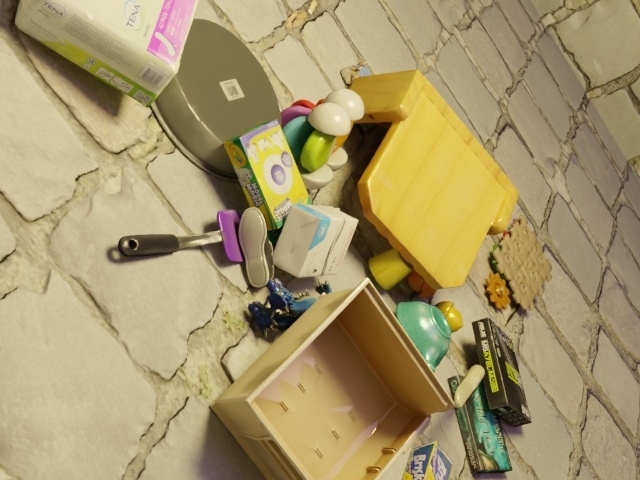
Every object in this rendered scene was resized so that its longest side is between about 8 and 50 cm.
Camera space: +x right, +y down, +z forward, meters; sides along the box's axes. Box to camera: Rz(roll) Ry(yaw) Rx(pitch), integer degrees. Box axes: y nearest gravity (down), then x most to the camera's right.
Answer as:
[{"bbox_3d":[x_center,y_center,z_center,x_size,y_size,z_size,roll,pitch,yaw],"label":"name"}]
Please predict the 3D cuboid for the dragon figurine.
[{"bbox_3d":[0.004,0.160,1.531,0.289,0.085,0.144,51,35,-15],"label":"dragon figurine"}]

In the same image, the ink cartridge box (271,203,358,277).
[{"bbox_3d":[0.000,0.000,1.594,0.060,0.104,0.180,26,11,24],"label":"ink cartridge box"}]

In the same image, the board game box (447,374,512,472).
[{"bbox_3d":[0.309,0.355,1.879,0.126,0.026,0.186,15,56,-50],"label":"board game box"}]

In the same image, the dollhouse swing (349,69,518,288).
[{"bbox_3d":[0.163,-0.101,1.913,0.347,0.315,0.305,45,72,-26],"label":"dollhouse swing"}]

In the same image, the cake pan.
[{"bbox_3d":[-0.168,-0.241,1.604,0.293,0.054,0.293,34,43,-38],"label":"cake pan"}]

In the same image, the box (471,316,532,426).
[{"bbox_3d":[0.367,0.269,1.966,0.191,0.045,0.184,40,34,-56],"label":"box"}]

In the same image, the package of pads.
[{"bbox_3d":[-0.300,-0.369,1.432,0.229,0.101,0.296,30,44,-25],"label":"package of pads"}]

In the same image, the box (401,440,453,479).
[{"bbox_3d":[0.169,0.415,1.614,0.059,0.054,0.169,53,33,-17],"label":"box"}]

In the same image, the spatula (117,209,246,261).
[{"bbox_3d":[-0.190,0.001,1.422,0.296,0.030,0.084,-8,83,-56],"label":"spatula"}]

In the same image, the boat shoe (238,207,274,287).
[{"bbox_3d":[-0.096,0.011,1.520,0.038,0.046,0.125,-3,82,-73],"label":"boat shoe"}]

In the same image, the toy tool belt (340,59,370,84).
[{"bbox_3d":[0.084,-0.352,2.037,0.083,0.051,0.052,-24,88,-58],"label":"toy tool belt"}]

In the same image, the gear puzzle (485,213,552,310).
[{"bbox_3d":[0.449,0.076,2.267,0.175,0.044,0.339,60,35,-8],"label":"gear puzzle"}]

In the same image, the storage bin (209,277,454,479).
[{"bbox_3d":[0.026,0.241,1.387,0.262,0.123,0.260,-44,105,-32],"label":"storage bin"}]

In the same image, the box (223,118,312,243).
[{"bbox_3d":[-0.078,-0.093,1.554,0.105,0.043,0.179,-36,109,-48],"label":"box"}]

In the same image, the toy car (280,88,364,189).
[{"bbox_3d":[-0.013,-0.193,1.728,0.136,0.159,0.182,26,34,8],"label":"toy car"}]

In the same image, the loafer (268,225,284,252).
[{"bbox_3d":[-0.075,-0.008,1.582,0.045,0.039,0.125,45,36,-29],"label":"loafer"}]

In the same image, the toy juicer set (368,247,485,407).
[{"bbox_3d":[0.205,0.176,1.809,0.209,0.089,0.329,19,43,-58],"label":"toy juicer set"}]
